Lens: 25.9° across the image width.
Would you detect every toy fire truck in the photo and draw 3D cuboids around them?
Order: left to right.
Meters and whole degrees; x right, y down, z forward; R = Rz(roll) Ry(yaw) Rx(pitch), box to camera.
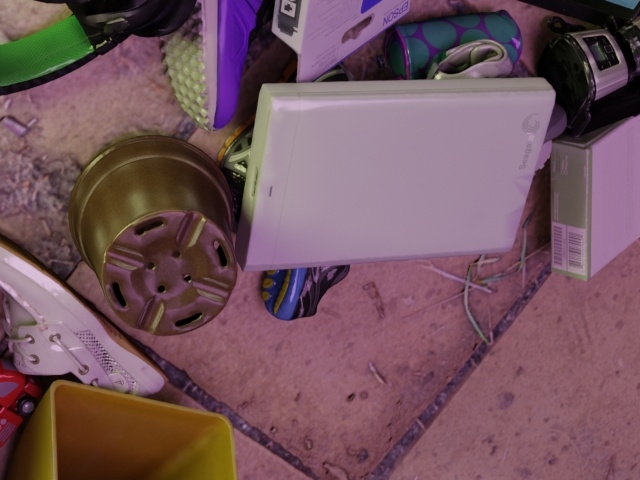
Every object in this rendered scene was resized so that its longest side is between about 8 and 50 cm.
[{"bbox_3d":[-0.380,0.184,1.368,0.135,0.047,0.192,38,88,-33],"label":"toy fire truck"}]

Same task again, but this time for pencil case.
[{"bbox_3d":[0.141,-0.205,1.486,0.151,0.064,0.070,-13,109,-25],"label":"pencil case"}]

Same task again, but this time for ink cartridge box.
[{"bbox_3d":[0.032,-0.273,1.342,0.206,0.045,0.208,-40,151,-40],"label":"ink cartridge box"},{"bbox_3d":[0.359,-0.076,1.671,0.235,0.056,0.171,-32,126,-43],"label":"ink cartridge box"}]

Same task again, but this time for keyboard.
[{"bbox_3d":[0.292,-0.275,1.564,0.180,0.023,0.108,10,113,-31],"label":"keyboard"}]

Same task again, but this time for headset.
[{"bbox_3d":[-0.175,-0.232,1.158,0.394,0.185,0.243,-36,162,15],"label":"headset"}]

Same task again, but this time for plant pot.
[{"bbox_3d":[-0.217,0.293,1.397,0.212,0.212,0.187,17,138,-33],"label":"plant pot"},{"bbox_3d":[-0.153,0.001,1.325,0.166,0.165,0.167,-4,111,-12],"label":"plant pot"}]

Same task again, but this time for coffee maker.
[{"bbox_3d":[0.346,-0.184,1.563,0.178,0.120,0.171,-19,138,-12],"label":"coffee maker"}]

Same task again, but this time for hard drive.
[{"bbox_3d":[0.075,-0.068,1.413,0.307,0.040,0.203,-4,126,-22],"label":"hard drive"}]

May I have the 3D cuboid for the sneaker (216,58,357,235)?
[{"bbox_3d":[-0.036,-0.097,1.422,0.084,0.083,0.215,26,98,-37],"label":"sneaker"}]

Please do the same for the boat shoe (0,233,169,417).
[{"bbox_3d":[-0.264,0.093,1.364,0.096,0.098,0.277,-47,126,-6],"label":"boat shoe"}]

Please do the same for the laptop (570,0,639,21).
[{"bbox_3d":[0.267,-0.386,1.377,0.136,0.234,0.264,-28,122,-17],"label":"laptop"}]

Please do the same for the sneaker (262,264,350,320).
[{"bbox_3d":[0.000,0.000,1.501,0.078,0.067,0.188,11,106,-47],"label":"sneaker"}]

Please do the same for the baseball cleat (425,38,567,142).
[{"bbox_3d":[0.196,-0.154,1.467,0.205,0.072,0.109,-3,133,-35],"label":"baseball cleat"}]

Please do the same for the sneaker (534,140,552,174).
[{"bbox_3d":[0.153,-0.094,1.532,0.235,0.090,0.095,-25,107,-22],"label":"sneaker"}]

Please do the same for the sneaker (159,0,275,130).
[{"bbox_3d":[-0.069,-0.249,1.326,0.146,0.102,0.294,-10,115,-27],"label":"sneaker"}]
